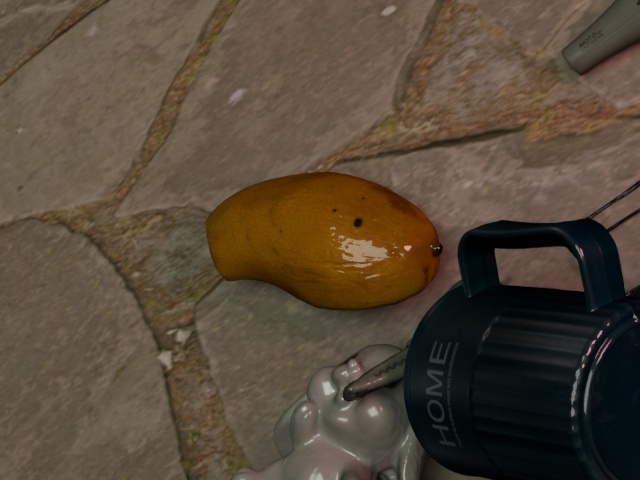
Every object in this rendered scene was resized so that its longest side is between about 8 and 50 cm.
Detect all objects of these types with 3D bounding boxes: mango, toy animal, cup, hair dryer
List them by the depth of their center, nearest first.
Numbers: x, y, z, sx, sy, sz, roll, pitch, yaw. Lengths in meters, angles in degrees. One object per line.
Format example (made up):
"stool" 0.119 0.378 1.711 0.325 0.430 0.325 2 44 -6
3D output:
"cup" 0.282 0.143 1.419 0.292 0.242 0.308 2 77 59
"hair dryer" 0.438 -0.230 1.595 0.229 0.092 0.267 -18 82 27
"toy animal" 0.046 0.284 1.604 0.289 0.174 0.249 -43 54 12
"mango" -0.001 -0.004 1.695 0.359 0.144 0.187 15 83 28

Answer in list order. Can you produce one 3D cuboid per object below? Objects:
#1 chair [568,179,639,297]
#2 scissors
"chair" 0.420 0.053 1.504 0.145 0.140 0.221 -35 71 12
"scissors" 0.146 0.138 1.567 0.289 0.041 0.138 -24 65 -27
